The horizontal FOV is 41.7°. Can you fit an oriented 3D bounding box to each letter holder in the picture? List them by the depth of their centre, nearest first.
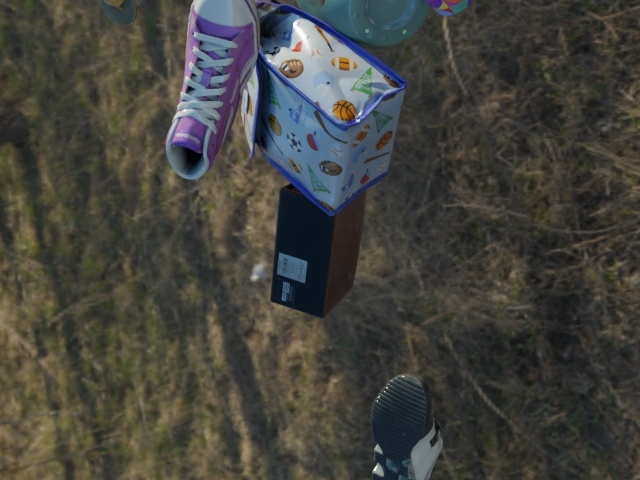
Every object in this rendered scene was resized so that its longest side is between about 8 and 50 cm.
[{"bbox_3d":[0.000,0.000,2.073,0.152,0.214,0.302,16,116,20],"label":"letter holder"}]

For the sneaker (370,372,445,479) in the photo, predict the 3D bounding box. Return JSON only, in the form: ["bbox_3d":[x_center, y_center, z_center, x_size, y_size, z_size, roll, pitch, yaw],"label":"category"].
[{"bbox_3d":[0.185,0.384,1.699,0.122,0.146,0.331,27,127,32],"label":"sneaker"}]

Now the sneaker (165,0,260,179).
[{"bbox_3d":[-0.151,-0.205,1.150,0.161,0.102,0.282,-77,1,-48],"label":"sneaker"}]

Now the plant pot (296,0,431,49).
[{"bbox_3d":[0.108,-0.544,1.801,0.235,0.293,0.293,-117,36,-50],"label":"plant pot"}]

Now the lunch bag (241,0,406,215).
[{"bbox_3d":[-0.036,-0.297,1.844,0.385,0.239,0.328,43,153,19],"label":"lunch bag"}]

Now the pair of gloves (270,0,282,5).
[{"bbox_3d":[-0.094,-0.536,1.961,0.010,0.074,0.083,-48,14,30],"label":"pair of gloves"}]

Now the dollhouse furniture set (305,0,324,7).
[{"bbox_3d":[0.025,-0.488,1.174,0.201,0.374,0.152,31,133,14],"label":"dollhouse furniture set"}]

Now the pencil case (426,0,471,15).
[{"bbox_3d":[0.208,-0.506,1.580,0.104,0.236,0.104,-6,79,31],"label":"pencil case"}]

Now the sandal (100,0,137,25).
[{"bbox_3d":[-0.427,-0.523,1.727,0.049,0.072,0.180,-94,0,-50],"label":"sandal"}]
